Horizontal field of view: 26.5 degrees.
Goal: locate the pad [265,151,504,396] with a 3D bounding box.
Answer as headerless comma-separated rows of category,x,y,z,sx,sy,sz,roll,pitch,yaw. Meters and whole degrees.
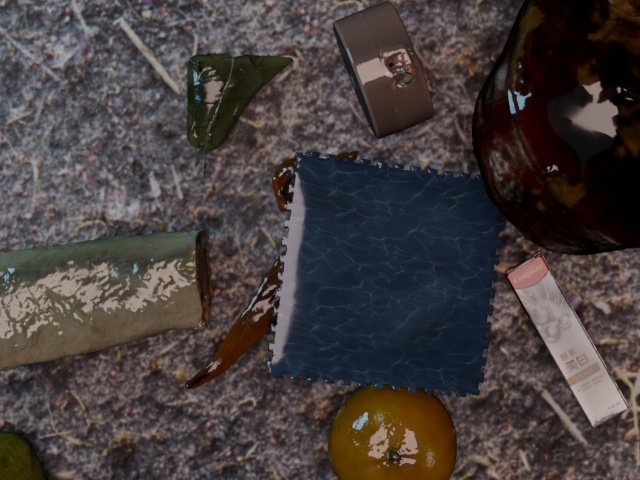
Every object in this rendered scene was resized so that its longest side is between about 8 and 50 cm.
pad,0.080,0.042,1.583,0.269,0.012,0.269,6,91,-13

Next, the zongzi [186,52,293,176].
zongzi,-0.098,-0.151,1.666,0.130,0.062,0.154,0,97,-9

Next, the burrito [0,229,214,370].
burrito,-0.278,0.064,1.642,0.299,0.105,0.143,-11,77,2

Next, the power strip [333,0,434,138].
power strip,0.073,-0.200,1.603,0.078,0.154,0.154,-21,90,1

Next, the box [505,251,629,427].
box,0.299,0.120,1.653,0.055,0.039,0.218,-31,89,4

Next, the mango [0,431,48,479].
mango,-0.367,0.401,1.632,0.176,0.175,0.329,-26,89,-42

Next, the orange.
orange,0.086,0.245,1.623,0.156,0.124,0.156,0,90,6

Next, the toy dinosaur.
toy dinosaur,0.000,0.000,1.641,0.432,0.097,0.208,-23,95,3

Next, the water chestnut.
water chestnut,0.341,-0.152,1.498,0.335,0.347,0.335,5,80,-28
